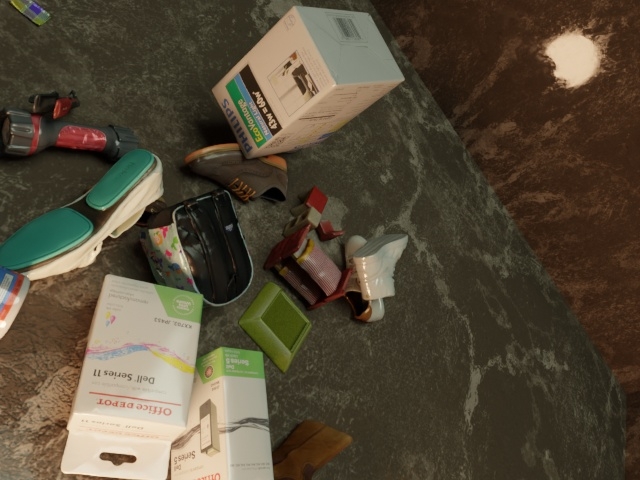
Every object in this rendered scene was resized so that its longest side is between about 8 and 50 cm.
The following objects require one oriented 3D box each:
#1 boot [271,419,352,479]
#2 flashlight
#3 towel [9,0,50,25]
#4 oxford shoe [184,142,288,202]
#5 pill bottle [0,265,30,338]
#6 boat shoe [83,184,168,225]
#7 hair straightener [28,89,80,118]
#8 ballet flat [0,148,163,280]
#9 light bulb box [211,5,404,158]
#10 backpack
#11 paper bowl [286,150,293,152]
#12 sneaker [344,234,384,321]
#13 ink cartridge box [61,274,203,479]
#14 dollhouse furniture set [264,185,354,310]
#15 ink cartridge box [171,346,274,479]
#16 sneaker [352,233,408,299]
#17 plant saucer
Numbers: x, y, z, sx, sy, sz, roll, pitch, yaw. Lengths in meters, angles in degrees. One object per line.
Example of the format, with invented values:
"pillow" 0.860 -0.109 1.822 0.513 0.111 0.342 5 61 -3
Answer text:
"boot" -0.013 0.523 1.273 0.280 0.264 0.096 -17 107 -52
"flashlight" -0.552 -0.224 1.263 0.304 0.103 0.103 1 87 -50
"towel" -0.710 -0.567 1.389 0.083 0.009 0.060 41 40 -23
"oxford shoe" -0.218 -0.182 1.603 0.363 0.130 0.133 3 70 -48
"pill bottle" -0.623 0.074 0.951 0.221 0.124 0.124 31 45 -30
"boat shoe" -0.440 -0.075 1.311 0.207 0.073 0.073 10 56 -46
"hair straightener" -0.590 -0.315 1.250 0.089 0.047 0.230 15 19 -14
"ballet flat" -0.471 -0.029 1.174 0.139 0.139 0.400 50 61 -13
"light bulb box" -0.032 -0.425 1.555 0.358 0.361 0.225 -23 85 -51
"backpack" -0.278 0.033 1.318 0.225 0.191 0.254 -33 102 -55
"paper bowl" -0.115 -0.446 1.884 0.284 0.148 0.284 28 47 -36
"sneaker" 0.122 0.114 1.804 0.123 0.105 0.290 9 61 -49
"ink cartridge box" -0.355 0.262 1.099 0.207 0.119 0.354 15 53 -22
"dollhouse furniture set" 0.000 0.000 1.702 0.201 0.152 0.374 45 39 -19
"ink cartridge box" -0.207 0.381 1.162 0.114 0.198 0.273 19 52 -41
"sneaker" 0.195 0.086 1.767 0.292 0.108 0.169 -28 111 -52
"plant saucer" -0.105 0.221 1.519 0.188 0.045 0.188 50 37 -12
